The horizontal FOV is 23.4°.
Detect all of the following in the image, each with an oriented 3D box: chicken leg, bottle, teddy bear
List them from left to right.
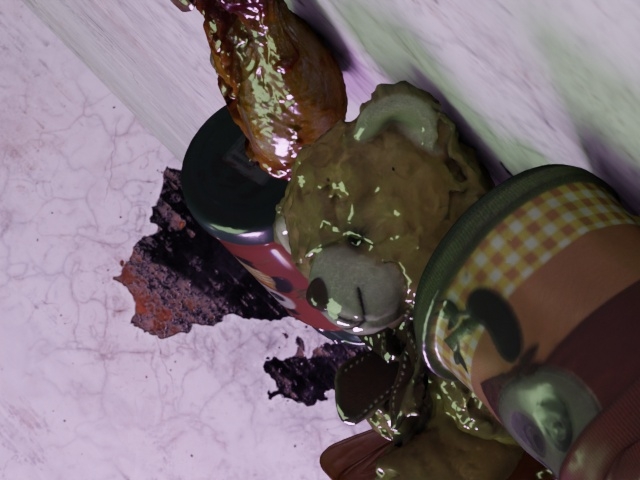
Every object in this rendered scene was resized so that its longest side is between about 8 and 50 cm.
[{"bbox_3d":[-0.042,-0.135,1.131,0.177,0.083,0.322,62,174,-10],"label":"chicken leg"},{"bbox_3d":[0.000,0.000,1.466,0.144,0.144,0.336,43,176,34],"label":"bottle"},{"bbox_3d":[0.076,0.027,0.988,0.256,0.156,0.267,45,135,6],"label":"teddy bear"},{"bbox_3d":[0.170,0.081,0.726,0.156,0.143,0.271,12,-153,-50],"label":"bottle"}]

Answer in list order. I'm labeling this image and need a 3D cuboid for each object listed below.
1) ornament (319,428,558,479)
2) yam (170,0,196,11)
[{"bbox_3d":[0.152,0.194,1.272,0.235,0.217,0.221,46,175,3],"label":"ornament"},{"bbox_3d":[-0.176,-0.283,1.196,0.264,0.046,0.046,47,175,-19],"label":"yam"}]
